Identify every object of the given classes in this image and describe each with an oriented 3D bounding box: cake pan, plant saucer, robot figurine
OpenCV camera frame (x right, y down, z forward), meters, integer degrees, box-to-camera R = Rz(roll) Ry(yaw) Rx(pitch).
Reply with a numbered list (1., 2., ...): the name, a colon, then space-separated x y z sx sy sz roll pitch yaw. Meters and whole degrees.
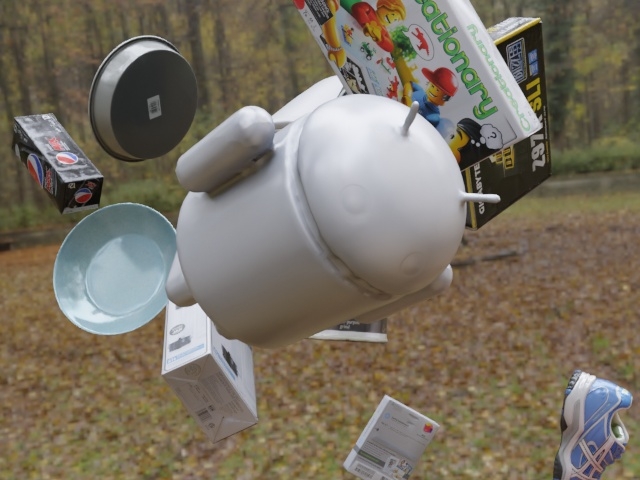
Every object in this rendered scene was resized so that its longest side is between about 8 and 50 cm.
1. cake pan: -0.387 -0.309 2.120 0.054 0.293 0.293 24 22 35
2. plant saucer: -0.281 0.044 1.331 0.195 0.194 0.037 -4 -21 12
3. robot figurine: -0.003 -0.016 0.939 0.353 0.199 0.300 -26 -48 37

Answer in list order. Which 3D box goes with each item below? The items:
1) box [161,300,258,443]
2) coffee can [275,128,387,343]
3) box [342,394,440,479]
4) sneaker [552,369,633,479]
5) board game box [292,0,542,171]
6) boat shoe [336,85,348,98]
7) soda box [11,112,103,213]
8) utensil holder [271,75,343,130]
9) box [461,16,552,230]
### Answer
1. box: -0.188 0.183 1.608 0.087 0.169 0.290 -26 27 7
2. coffee can: 0.000 0.000 1.308 0.202 0.275 0.201 3 -5 0
3. box: 0.158 0.457 2.099 0.145 0.186 0.038 31 1 -19
4. sneaker: 0.349 0.274 1.216 0.081 0.211 0.080 10 24 24
5. board game box: 0.112 -0.223 1.156 0.193 0.305 0.053 -29 4 43
6. boat shoe: 0.069 -0.185 1.531 0.121 0.335 0.119 33 -1 -31
7. soda box: -0.361 -0.107 1.287 0.060 0.053 0.169 -13 44 -37
8. utensil holder: 0.015 -0.147 1.946 0.328 0.327 0.385 -4 22 21
9. box: 0.315 -0.217 1.726 0.079 0.322 0.257 16 37 42
